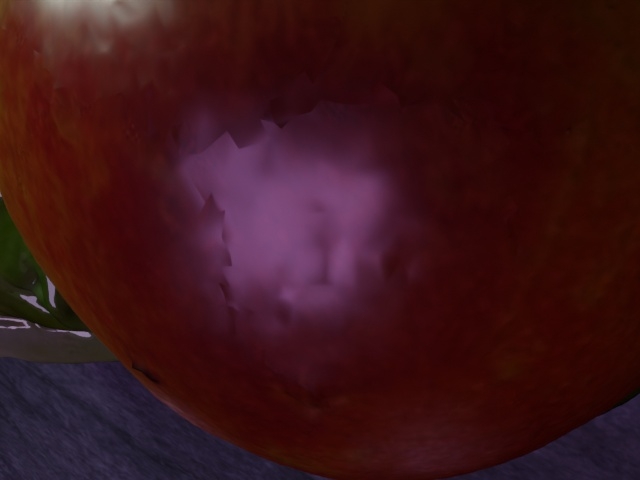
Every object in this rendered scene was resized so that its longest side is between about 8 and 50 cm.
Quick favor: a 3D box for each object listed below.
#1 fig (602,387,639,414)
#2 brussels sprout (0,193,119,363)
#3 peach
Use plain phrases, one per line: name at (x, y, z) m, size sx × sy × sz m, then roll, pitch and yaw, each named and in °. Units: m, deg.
fig at (0.155, 0.044, 1.097) m, size 0.123 × 0.123 × 0.156 m, roll 44°, pitch -169°, yaw -13°
brussels sprout at (-0.147, -0.070, 1.070) m, size 0.328 × 0.247 × 0.328 m, roll 12°, pitch 113°, yaw 29°
peach at (0.033, -0.062, 0.802) m, size 0.388 × 0.388 × 0.388 m, roll 25°, pitch 148°, yaw 17°
